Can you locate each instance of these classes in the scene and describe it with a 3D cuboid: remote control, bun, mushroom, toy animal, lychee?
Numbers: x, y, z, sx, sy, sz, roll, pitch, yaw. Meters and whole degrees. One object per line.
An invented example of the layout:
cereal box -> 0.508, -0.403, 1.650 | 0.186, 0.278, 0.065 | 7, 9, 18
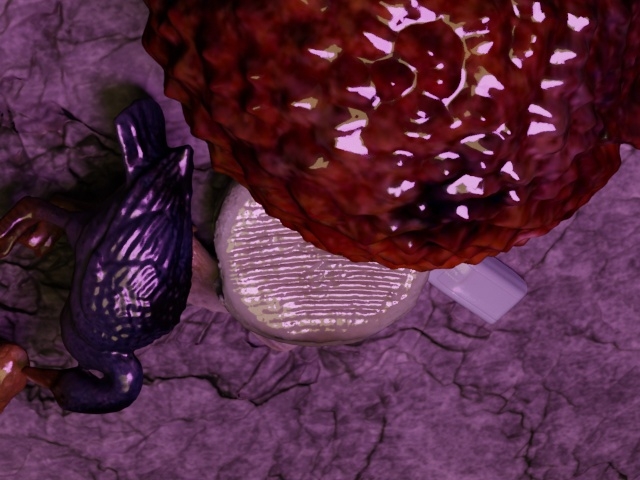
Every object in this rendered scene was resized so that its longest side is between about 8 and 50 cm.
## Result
remote control -> 0.130, 0.025, 1.889 | 0.162, 0.029, 0.061 | 33, 115, -25
bun -> 0.003, 0.000, 1.805 | 0.221, 0.108, 0.221 | -2, 106, -5
mushroom -> -0.086, 0.049, 1.874 | 0.202, 0.054, 0.059 | 33, 121, -32
toy animal -> -0.198, 0.015, 1.759 | 0.298, 0.185, 0.122 | -59, 157, 14
lychee -> 0.093, -0.174, 1.519 | 0.500, 0.424, 0.425 | 30, 120, 5

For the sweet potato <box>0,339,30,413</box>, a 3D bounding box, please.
sweet potato -> -0.411, 0.209, 1.921 | 0.106, 0.095, 0.354 | 47, 115, 17
